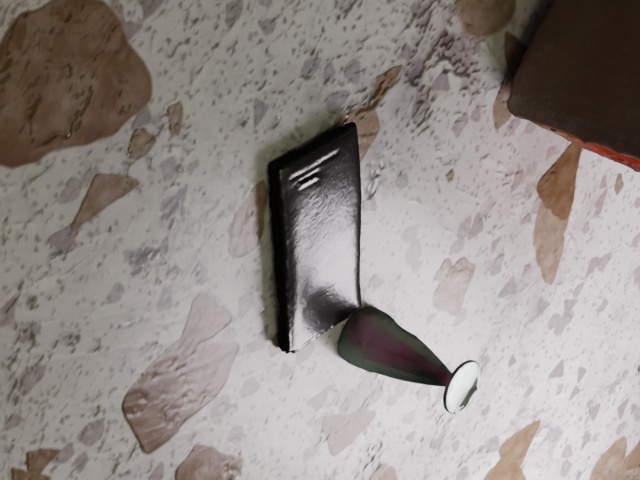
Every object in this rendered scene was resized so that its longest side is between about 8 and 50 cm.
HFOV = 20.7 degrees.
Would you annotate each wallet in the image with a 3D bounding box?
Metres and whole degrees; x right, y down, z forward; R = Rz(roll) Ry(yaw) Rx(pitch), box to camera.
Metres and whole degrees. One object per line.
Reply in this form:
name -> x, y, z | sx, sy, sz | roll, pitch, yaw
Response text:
wallet -> 0.000, 0.000, 1.859 | 0.124, 0.025, 0.244 | -31, 134, -35

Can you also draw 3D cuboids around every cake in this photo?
cake -> 0.398, -0.183, 1.992 | 0.237, 0.309, 0.230 | 21, 91, -50

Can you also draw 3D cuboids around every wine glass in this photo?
wine glass -> 0.101, 0.132, 1.957 | 0.073, 0.155, 0.073 | -27, 128, -40
